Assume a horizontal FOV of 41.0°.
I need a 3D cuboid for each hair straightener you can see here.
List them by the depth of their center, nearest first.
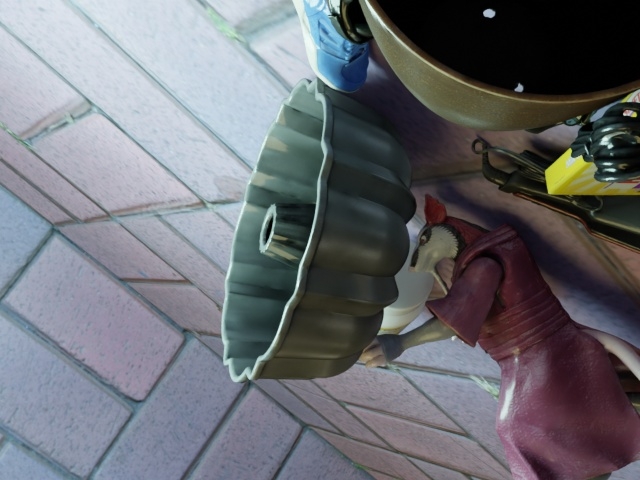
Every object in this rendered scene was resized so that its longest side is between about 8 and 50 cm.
[{"bbox_3d":[0.242,-0.052,0.795,0.230,0.047,0.089,29,160,24],"label":"hair straightener"}]

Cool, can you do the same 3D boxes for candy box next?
[{"bbox_3d":[0.259,-0.080,0.640,0.105,0.027,0.206,2,162,-9],"label":"candy box"}]

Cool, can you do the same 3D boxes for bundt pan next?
[{"bbox_3d":[0.000,0.000,0.916,0.124,0.331,0.331,14,165,-17],"label":"bundt pan"}]

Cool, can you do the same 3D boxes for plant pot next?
[{"bbox_3d":[0.120,-0.156,0.541,0.215,0.215,0.230,31,174,6],"label":"plant pot"}]

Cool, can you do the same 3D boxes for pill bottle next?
[{"bbox_3d":[0.084,0.074,1.194,0.119,0.119,0.208,33,159,3],"label":"pill bottle"}]

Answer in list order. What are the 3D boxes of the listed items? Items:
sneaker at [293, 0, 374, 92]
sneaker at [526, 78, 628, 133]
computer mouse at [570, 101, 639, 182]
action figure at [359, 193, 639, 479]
[{"bbox_3d":[0.030,-0.185,0.774,0.084,0.058,0.152,29,155,37],"label":"sneaker"},{"bbox_3d":[0.209,-0.114,0.643,0.063,0.073,0.162,39,159,-13],"label":"sneaker"},{"bbox_3d":[0.258,-0.088,0.443,0.262,0.184,0.060,-12,97,19],"label":"computer mouse"},{"bbox_3d":[0.226,0.098,0.937,0.276,0.248,0.370,-32,89,33],"label":"action figure"}]
